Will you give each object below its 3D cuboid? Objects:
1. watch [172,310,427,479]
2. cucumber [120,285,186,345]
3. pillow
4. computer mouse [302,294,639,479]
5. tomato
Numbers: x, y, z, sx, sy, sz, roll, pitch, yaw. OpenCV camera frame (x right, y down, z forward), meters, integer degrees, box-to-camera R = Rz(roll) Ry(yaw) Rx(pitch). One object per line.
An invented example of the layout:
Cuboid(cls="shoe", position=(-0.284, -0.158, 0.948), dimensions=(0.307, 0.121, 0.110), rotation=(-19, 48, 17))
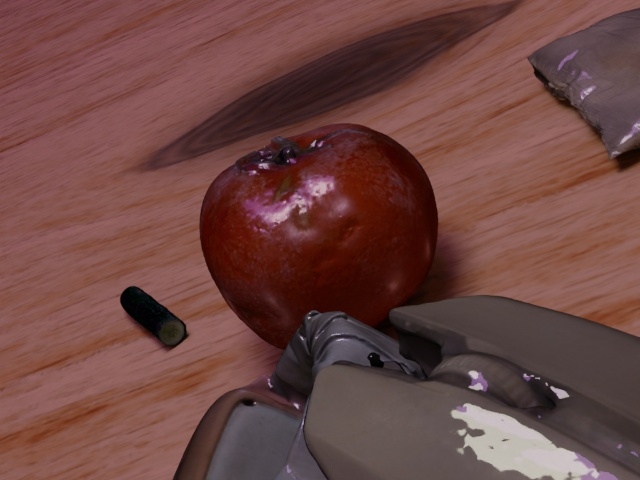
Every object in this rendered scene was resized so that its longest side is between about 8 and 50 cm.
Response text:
Cuboid(cls="watch", position=(-0.005, 0.155, 1.065), dimensions=(0.253, 0.161, 0.241), rotation=(-73, 10, -48))
Cuboid(cls="cucumber", position=(-0.180, 0.074, 1.569), dimensions=(0.032, 0.032, 0.133), rotation=(-38, 31, -14))
Cuboid(cls="pillow", position=(0.310, -0.162, 1.492), dimensions=(0.148, 0.050, 0.230), rotation=(-32, 33, 4))
Cuboid(cls="computer mouse", position=(0.185, 0.165, 0.847), dimensions=(0.429, 0.145, 0.228), rotation=(37, 51, 24))
Cuboid(cls="tomato", position=(0.004, -0.001, 1.374), dimensions=(0.232, 0.189, 0.232), rotation=(-15, 19, 5))
